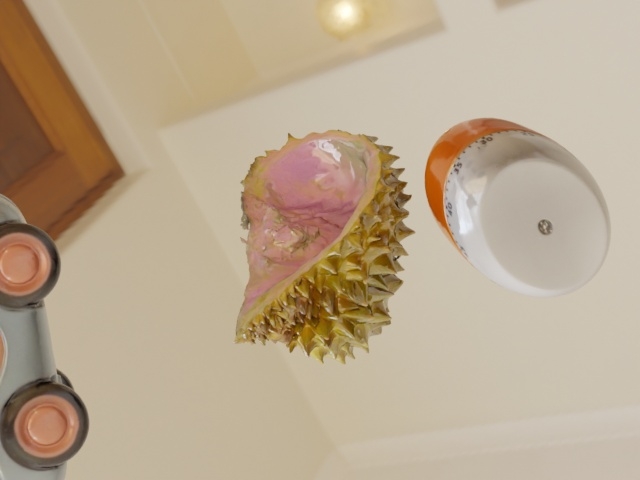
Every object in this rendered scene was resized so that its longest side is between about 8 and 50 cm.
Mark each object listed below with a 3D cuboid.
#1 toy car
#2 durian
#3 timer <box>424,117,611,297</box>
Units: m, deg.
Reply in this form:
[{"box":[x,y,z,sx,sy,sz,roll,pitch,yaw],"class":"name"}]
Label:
[{"box":[-0.310,0.096,0.888,0.212,0.270,0.180,-10,-178,-17],"class":"toy car"},{"box":[0.000,0.000,0.813,0.132,0.165,0.182,12,-173,-6],"class":"durian"},{"box":[0.122,-0.025,0.728,0.099,0.136,0.136,-41,-158,-6],"class":"timer"}]
